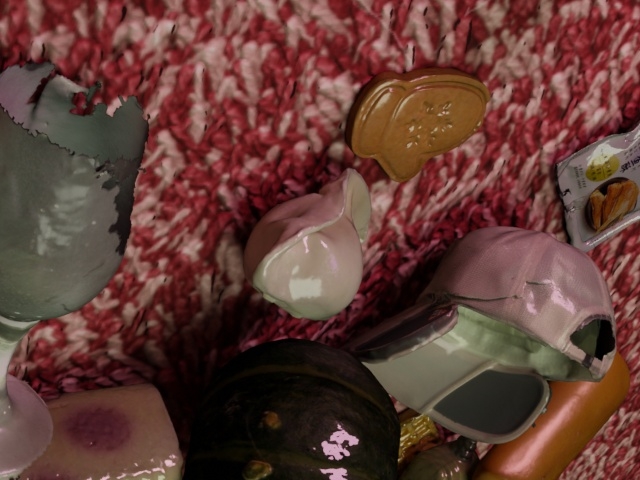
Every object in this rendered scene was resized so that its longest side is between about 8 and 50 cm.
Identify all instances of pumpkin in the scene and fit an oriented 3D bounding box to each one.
[{"bbox_3d":[-0.024,0.234,1.259,0.207,0.300,0.300,13,131,1],"label":"pumpkin"}]

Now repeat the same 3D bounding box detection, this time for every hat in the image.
[{"bbox_3d":[0.150,0.086,1.363,0.275,0.161,0.232,-25,136,26],"label":"hat"}]

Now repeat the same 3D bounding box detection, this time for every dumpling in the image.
[{"bbox_3d":[0.000,0.000,1.194,0.134,0.100,0.169,-56,142,3],"label":"dumpling"}]

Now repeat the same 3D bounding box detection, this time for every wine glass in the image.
[{"bbox_3d":[-0.224,0.029,1.024,0.143,0.143,0.321,-1,131,-35],"label":"wine glass"}]

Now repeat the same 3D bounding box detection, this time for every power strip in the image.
[{"bbox_3d":[0.091,0.356,1.641,0.092,0.066,0.387,-12,140,-45],"label":"power strip"}]

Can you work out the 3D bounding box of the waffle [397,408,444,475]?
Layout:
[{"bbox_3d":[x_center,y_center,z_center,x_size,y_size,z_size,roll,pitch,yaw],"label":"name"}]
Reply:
[{"bbox_3d":[0.071,0.240,1.557,0.135,0.021,0.092,-32,142,-3],"label":"waffle"}]

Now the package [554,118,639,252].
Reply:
[{"bbox_3d":[0.316,-0.071,1.406,0.173,0.027,0.171,-30,142,-1],"label":"package"}]

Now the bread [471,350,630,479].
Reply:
[{"bbox_3d":[0.266,0.215,1.575,0.239,0.074,0.092,-44,149,-25],"label":"bread"}]

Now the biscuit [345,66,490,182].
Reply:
[{"bbox_3d":[0.084,-0.098,1.210,0.140,0.023,0.118,-11,136,-29],"label":"biscuit"}]

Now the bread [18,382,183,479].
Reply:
[{"bbox_3d":[-0.289,0.231,1.176,0.338,0.155,0.187,-9,127,-27],"label":"bread"}]
